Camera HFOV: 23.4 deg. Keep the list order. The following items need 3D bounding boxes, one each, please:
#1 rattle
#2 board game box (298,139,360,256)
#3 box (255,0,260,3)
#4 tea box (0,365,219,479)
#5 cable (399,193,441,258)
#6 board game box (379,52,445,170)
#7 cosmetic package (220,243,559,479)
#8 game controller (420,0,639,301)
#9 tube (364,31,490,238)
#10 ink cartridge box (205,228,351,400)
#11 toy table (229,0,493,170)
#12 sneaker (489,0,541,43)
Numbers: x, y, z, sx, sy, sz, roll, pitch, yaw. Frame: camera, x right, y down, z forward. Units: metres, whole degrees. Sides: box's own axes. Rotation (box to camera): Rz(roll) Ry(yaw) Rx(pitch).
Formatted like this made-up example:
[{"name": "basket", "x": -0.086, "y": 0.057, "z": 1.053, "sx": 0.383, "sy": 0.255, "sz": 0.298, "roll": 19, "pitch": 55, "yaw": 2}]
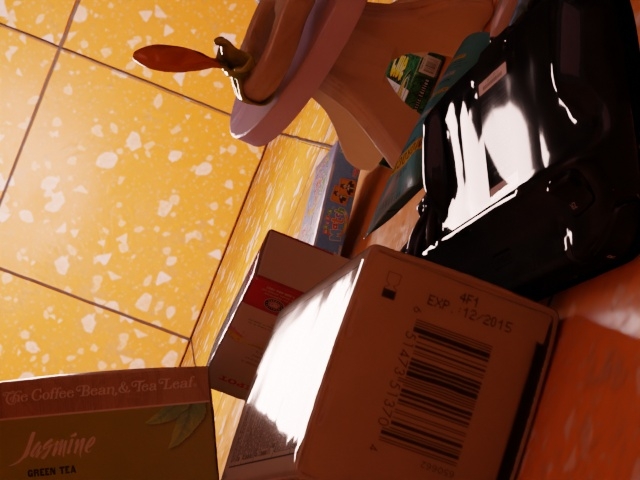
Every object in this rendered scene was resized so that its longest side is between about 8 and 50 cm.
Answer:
[{"name": "rattle", "x": -0.068, "y": -0.235, "z": 1.458, "sx": 0.199, "sy": 0.143, "sz": 0.130, "roll": -60, "pitch": 5, "yaw": 38}, {"name": "board game box", "x": 0.000, "y": 0.000, "z": 1.822, "sx": 0.160, "sy": 0.039, "sz": 0.211, "roll": 135, "pitch": 150, "yaw": -76}, {"name": "box", "x": 0.047, "y": -0.374, "z": 1.683, "sx": 0.311, "sy": 0.121, "sz": 0.148, "roll": -29, "pitch": -17, "yaw": -32}, {"name": "tea box", "x": -0.224, "y": 0.301, "z": 1.588, "sx": 0.329, "sy": 0.220, "sz": 0.323, "roll": 142, "pitch": 123, "yaw": -75}, {"name": "cable", "x": 0.076, "y": 0.016, "z": 1.213, "sx": 0.184, "sy": 0.047, "sz": 0.150, "roll": -53, "pitch": 3, "yaw": 29}, {"name": "board game box", "x": 0.088, "y": -0.161, "z": 1.774, "sx": 0.259, "sy": 0.030, "sz": 0.136, "roll": -115, "pitch": 49, "yaw": -79}, {"name": "cosmetic package", "x": 0.034, "y": 0.113, "z": 1.030, "sx": 0.296, "sy": 0.129, "sz": 0.153, "roll": 144, "pitch": 145, "yaw": -75}, {"name": "game controller", "x": 0.127, "y": -0.048, "z": 0.960, "sx": 0.319, "sy": 0.067, "sz": 0.166, "roll": 140, "pitch": 134, "yaw": -73}, {"name": "tube", "x": 0.097, "y": -0.086, "z": 1.229, "sx": 0.207, "sy": 0.052, "sz": 0.080, "roll": -56, "pitch": 0, "yaw": -38}, {"name": "ink cartridge box", "x": -0.029, "y": 0.088, "z": 1.528, "sx": 0.072, "sy": 0.127, "sz": 0.175, "roll": -76, "pitch": 11, "yaw": -45}, {"name": "toy table", "x": 0.040, "y": -0.180, "z": 1.553, "sx": 0.274, "sy": 0.161, "sz": 0.252, "roll": -43, "pitch": 30, "yaw": 53}, {"name": "sneaker", "x": 0.155, "y": -0.239, "z": 1.268, "sx": 0.071, "sy": 0.083, "sz": 0.190, "roll": 88, "pitch": -161, "yaw": -64}]
